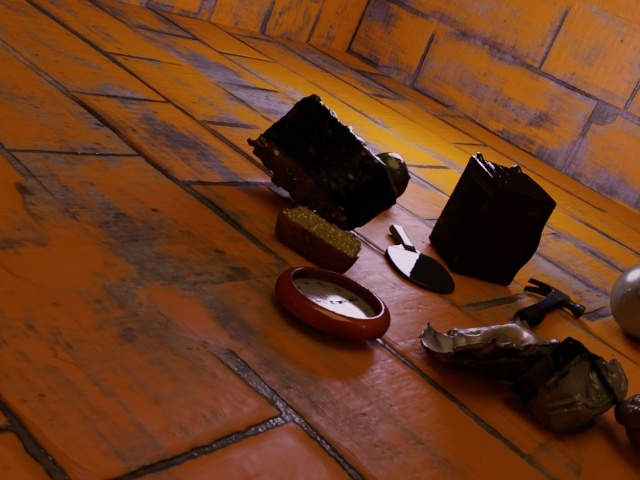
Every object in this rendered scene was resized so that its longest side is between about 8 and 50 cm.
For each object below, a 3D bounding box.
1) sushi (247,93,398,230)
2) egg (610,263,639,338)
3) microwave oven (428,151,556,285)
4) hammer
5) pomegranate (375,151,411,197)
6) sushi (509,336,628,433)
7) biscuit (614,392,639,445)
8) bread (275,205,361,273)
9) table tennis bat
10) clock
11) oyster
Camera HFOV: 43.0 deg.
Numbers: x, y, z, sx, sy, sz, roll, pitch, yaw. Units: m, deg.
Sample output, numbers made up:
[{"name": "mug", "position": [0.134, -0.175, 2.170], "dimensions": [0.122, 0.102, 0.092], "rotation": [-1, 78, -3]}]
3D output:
[{"name": "sushi", "position": [0.015, -0.146, 1.774], "dimensions": [0.348, 0.207, 0.234], "rotation": [47, -9, 40]}, {"name": "egg", "position": [0.782, 0.143, 1.911], "dimensions": [0.186, 0.187, 0.253], "rotation": [34, 18, 26]}, {"name": "microwave oven", "position": [0.397, -0.045, 1.882], "dimensions": [0.188, 0.247, 0.178], "rotation": [12, 26, -25]}, {"name": "hammer", "position": [0.487, 0.146, 1.798], "dimensions": [0.137, 0.037, 0.290], "rotation": [34, 23, 25]}, {"name": "pomegranate", "position": [0.152, -0.156, 2.087], "dimensions": [0.129, 0.159, 0.129], "rotation": [53, 23, -34]}, {"name": "sushi", "position": [0.454, 0.266, 1.389], "dimensions": [0.273, 0.134, 0.109], "rotation": [23, 28, -48]}, {"name": "biscuit", "position": [0.630, 0.294, 1.370], "dimensions": [0.259, 0.079, 0.259], "rotation": [-10, -3, 0]}, {"name": "bread", "position": [0.000, 0.000, 1.595], "dimensions": [0.187, 0.065, 0.103], "rotation": [28, 19, 16]}, {"name": "table tennis bat", "position": [0.205, 0.038, 1.786], "dimensions": [0.154, 0.021, 0.274], "rotation": [15, 24, -22]}, {"name": "clock", "position": [0.021, 0.107, 1.369], "dimensions": [0.205, 0.051, 0.205], "rotation": [20, 20, -8]}, {"name": "oyster", "position": [0.302, 0.190, 1.403], "dimensions": [0.271, 0.100, 0.275], "rotation": [15, 9, 2]}]
